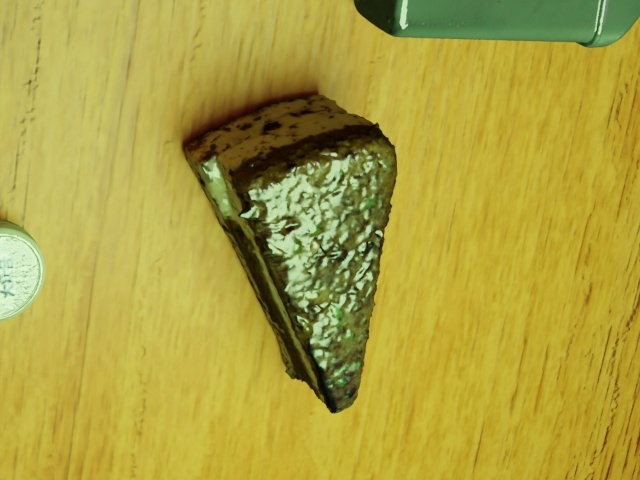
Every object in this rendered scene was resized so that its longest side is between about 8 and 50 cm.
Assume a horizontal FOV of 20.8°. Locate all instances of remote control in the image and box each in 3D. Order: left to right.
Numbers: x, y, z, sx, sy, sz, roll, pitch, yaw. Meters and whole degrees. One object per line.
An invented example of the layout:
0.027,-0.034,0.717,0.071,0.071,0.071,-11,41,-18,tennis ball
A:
-0.308,0.032,1.256,0.221,0.042,0.078,-10,119,-22,remote control

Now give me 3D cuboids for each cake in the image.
0.008,0.006,1.366,0.135,0.112,0.246,-32,124,-13,cake

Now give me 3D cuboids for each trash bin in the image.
0.153,-0.238,1.332,0.236,0.101,0.177,-4,117,-24,trash bin
